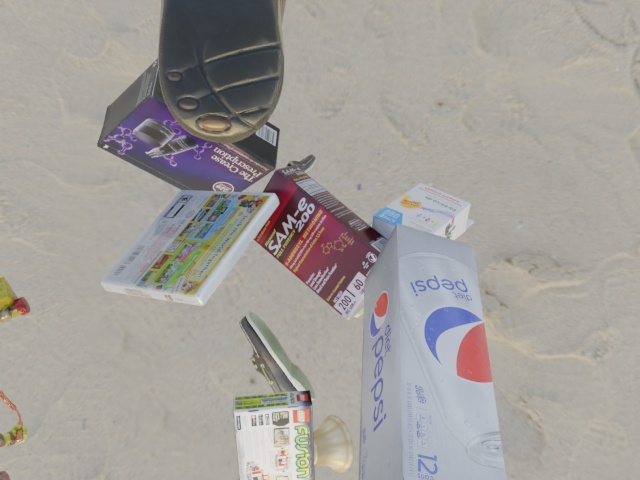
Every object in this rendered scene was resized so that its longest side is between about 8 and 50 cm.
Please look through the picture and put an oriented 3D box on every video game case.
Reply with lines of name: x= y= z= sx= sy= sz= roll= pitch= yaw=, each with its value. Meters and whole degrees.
video game case: x=-0.201 y=0.003 z=1.062 sx=0.206 sy=0.227 sz=0.026 roll=4 pitch=135 yaw=33

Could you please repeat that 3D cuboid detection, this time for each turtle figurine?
turtle figurine: x=-0.580 y=0.353 z=1.123 sx=0.087 sy=0.269 sz=0.217 roll=-34 pitch=66 yaw=4

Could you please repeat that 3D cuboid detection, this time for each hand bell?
hand bell: x=-0.062 y=0.457 z=1.462 sx=0.242 sy=0.126 sz=0.126 roll=-1 pitch=93 yaw=-35

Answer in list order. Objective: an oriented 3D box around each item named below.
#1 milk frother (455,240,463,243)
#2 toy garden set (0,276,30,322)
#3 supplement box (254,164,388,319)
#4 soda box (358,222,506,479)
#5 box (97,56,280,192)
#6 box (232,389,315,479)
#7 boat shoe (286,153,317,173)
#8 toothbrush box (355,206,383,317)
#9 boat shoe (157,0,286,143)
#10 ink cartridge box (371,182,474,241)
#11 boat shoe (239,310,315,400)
milk frother: x=0.288 y=0.075 z=1.655 sx=0.143 sy=0.135 sz=0.129 roll=5 pitch=61 yaw=7
toy garden set: x=-0.570 y=0.063 z=1.001 sx=0.203 sy=0.049 sz=0.244 roll=-26 pitch=109 yaw=-5
supplement box: x=0.000 y=0.000 z=1.120 sx=0.239 sy=0.073 sz=0.130 roll=40 pitch=115 yaw=13
soda box: x=0.095 y=0.120 z=0.631 sx=0.091 sy=0.286 sz=0.098 roll=17 pitch=132 yaw=-10
box: x=-0.231 y=-0.184 z=1.223 sx=0.261 sy=0.184 sz=0.103 roll=28 pitch=52 yaw=-34
box: x=-0.066 y=0.321 z=1.010 sx=0.114 sy=0.036 sz=0.207 roll=-3 pitch=114 yaw=-6
boat shoe: x=-0.069 y=-0.190 z=1.821 sx=0.152 sy=0.056 sz=0.049 roll=-45 pitch=115 yaw=-30
toothbrush box: x=0.121 y=0.064 z=1.728 sx=0.122 sy=0.283 sz=0.206 roll=32 pitch=73 yaw=-1
boat shoe: x=-0.076 y=-0.246 z=0.561 sx=0.122 sy=0.120 sz=0.324 roll=8 pitch=100 yaw=-4
ink cartridge box: x=0.179 y=-0.037 z=1.155 sx=0.104 sy=0.181 sz=0.062 roll=27 pitch=132 yaw=30
boat shoe: x=-0.100 y=0.247 z=1.373 sx=0.068 sy=0.081 sz=0.228 roll=-33 pitch=101 yaw=9
